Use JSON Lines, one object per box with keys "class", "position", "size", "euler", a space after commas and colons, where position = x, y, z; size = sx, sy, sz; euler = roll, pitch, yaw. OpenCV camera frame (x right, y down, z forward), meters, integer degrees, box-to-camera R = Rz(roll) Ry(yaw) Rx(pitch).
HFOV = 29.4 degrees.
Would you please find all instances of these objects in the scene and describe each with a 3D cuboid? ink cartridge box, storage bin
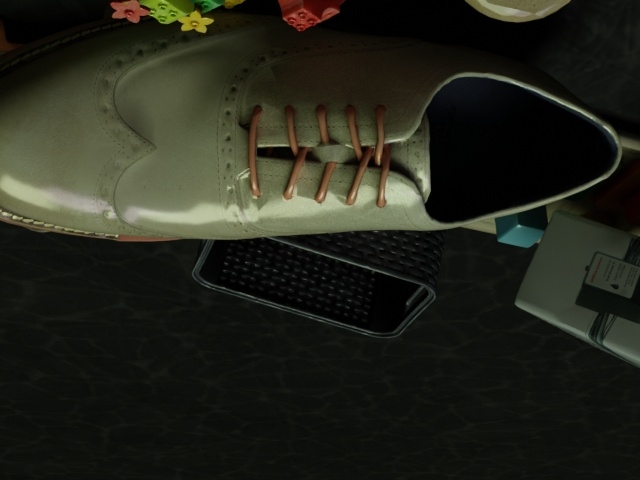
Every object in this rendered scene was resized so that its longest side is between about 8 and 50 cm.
{"class": "ink cartridge box", "position": [0.272, 0.063, 0.910], "size": [0.153, 0.087, 0.208], "euler": [26, 180, -40]}
{"class": "storage bin", "position": [0.000, 0.000, 0.973], "size": [0.180, 0.084, 0.122], "euler": [16, 153, -9]}

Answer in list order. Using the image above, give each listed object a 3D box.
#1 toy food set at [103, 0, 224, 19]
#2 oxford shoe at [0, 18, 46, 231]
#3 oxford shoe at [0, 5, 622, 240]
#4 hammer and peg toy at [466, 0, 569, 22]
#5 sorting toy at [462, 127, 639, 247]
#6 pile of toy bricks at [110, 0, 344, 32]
{"class": "toy food set", "position": [-0.094, -0.127, 0.753], "size": [0.082, 0.083, 0.020], "euler": [21, -176, -22]}
{"class": "oxford shoe", "position": [-0.144, -0.063, 0.816], "size": [0.363, 0.133, 0.130], "euler": [2, 155, -3]}
{"class": "oxford shoe", "position": [-0.008, -0.067, 0.708], "size": [0.397, 0.140, 0.146], "euler": [-7, -167, -24]}
{"class": "hammer and peg toy", "position": [0.217, -0.180, 0.411], "size": [0.361, 0.127, 0.266], "euler": [-7, 118, 2]}
{"class": "sorting toy", "position": [0.212, -0.028, 0.988], "size": [0.347, 0.047, 0.196], "euler": [11, 154, -22]}
{"class": "pile of toy bricks", "position": [-0.086, -0.158, 0.639], "size": [0.118, 0.105, 0.212], "euler": [-19, 149, 36]}
